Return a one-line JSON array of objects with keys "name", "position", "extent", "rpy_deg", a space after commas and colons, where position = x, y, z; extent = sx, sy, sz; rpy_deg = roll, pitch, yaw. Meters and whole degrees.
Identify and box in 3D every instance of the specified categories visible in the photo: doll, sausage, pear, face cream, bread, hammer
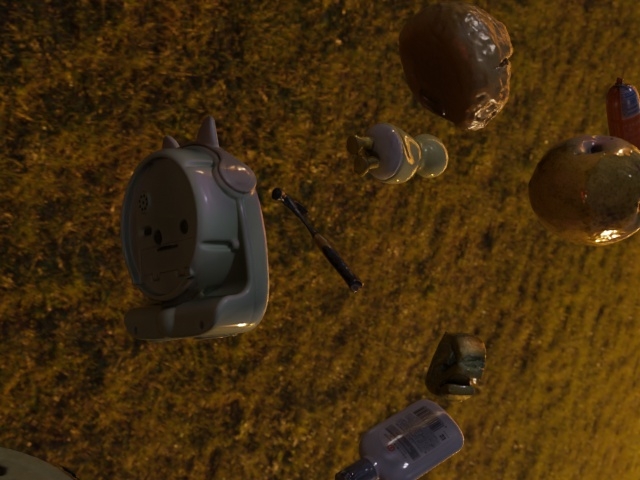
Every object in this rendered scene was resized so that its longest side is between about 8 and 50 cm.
[{"name": "doll", "position": [0.185, -0.187, 1.587], "extent": [0.296, 0.117, 0.141], "rpy_deg": [3, 59, -47]}, {"name": "sausage", "position": [0.669, -0.251, 1.561], "extent": [0.071, 0.071, 0.234], "rpy_deg": [-49, 132, -34]}, {"name": "pear", "position": [0.397, -0.074, 1.030], "extent": [0.178, 0.178, 0.177], "rpy_deg": [-27, 124, -49]}, {"name": "face cream", "position": [0.158, 0.437, 1.471], "extent": [0.291, 0.144, 0.071], "rpy_deg": [-22, 138, -34]}, {"name": "bread", "position": [0.250, -0.312, 1.263], "extent": [0.134, 0.244, 0.244], "rpy_deg": [-29, 129, -19]}, {"name": "hammer", "position": [0.000, 0.000, 1.065], "extent": [0.021, 0.201, 0.078], "rpy_deg": [-43, 154, 8]}, {"name": "bread", "position": [0.226, 0.210, 1.198], "extent": [0.156, 0.064, 0.117], "rpy_deg": [118, -10, -78]}]

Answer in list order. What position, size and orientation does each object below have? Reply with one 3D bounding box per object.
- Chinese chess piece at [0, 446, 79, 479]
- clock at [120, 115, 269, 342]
[{"name": "Chinese chess piece", "position": [-0.400, 0.333, 0.729], "extent": [0.349, 0.349, 0.146], "rpy_deg": [6, 103, -56]}, {"name": "clock", "position": [-0.201, -0.014, 1.058], "extent": [0.109, 0.265, 0.324], "rpy_deg": [0, 81, -43]}]
